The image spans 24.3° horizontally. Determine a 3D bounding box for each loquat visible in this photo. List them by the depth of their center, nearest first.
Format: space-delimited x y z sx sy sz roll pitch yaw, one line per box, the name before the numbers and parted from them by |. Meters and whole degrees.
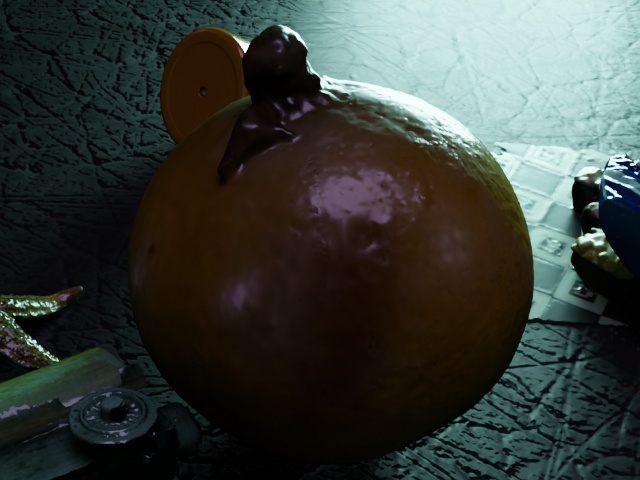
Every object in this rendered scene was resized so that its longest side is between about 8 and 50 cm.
loquat | 0.000 0.000 1.192 0.328 0.359 0.328 -14 24 6

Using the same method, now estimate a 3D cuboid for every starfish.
starfish | -0.304 0.071 1.295 0.208 0.053 0.176 -8 32 -27

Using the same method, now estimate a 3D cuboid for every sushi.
sushi | 0.315 -0.027 1.502 0.264 0.050 0.290 4 39 -4

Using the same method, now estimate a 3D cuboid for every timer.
timer | -0.071 -0.149 1.557 0.152 0.132 0.132 1 32 -49

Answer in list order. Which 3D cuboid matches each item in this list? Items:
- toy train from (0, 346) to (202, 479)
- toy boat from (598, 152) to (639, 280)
toy train | -0.245 0.166 1.121 0.307 0.126 0.189 -20 47 -29
toy boat | 0.368 -0.023 1.442 0.210 0.070 0.291 39 38 1
